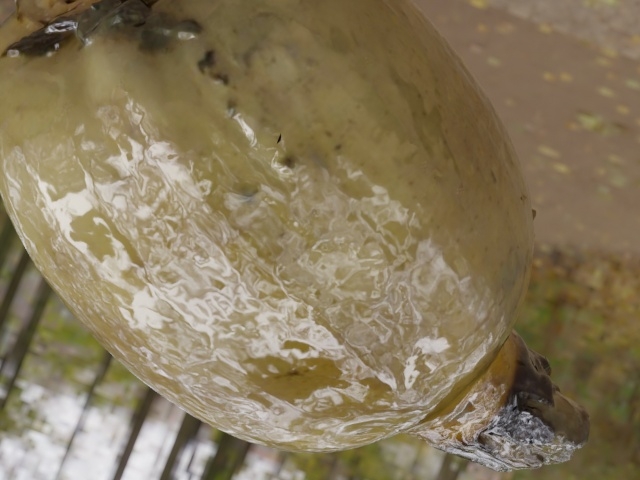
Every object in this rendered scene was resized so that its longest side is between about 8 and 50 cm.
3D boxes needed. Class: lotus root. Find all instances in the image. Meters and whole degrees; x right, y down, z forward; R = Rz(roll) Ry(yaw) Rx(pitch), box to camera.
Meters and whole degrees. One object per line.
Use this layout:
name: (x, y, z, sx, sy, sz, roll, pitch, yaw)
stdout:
lotus root: (0.000, 0.000, 0.710, 0.310, 0.183, 0.183, 47, 163, -29)
